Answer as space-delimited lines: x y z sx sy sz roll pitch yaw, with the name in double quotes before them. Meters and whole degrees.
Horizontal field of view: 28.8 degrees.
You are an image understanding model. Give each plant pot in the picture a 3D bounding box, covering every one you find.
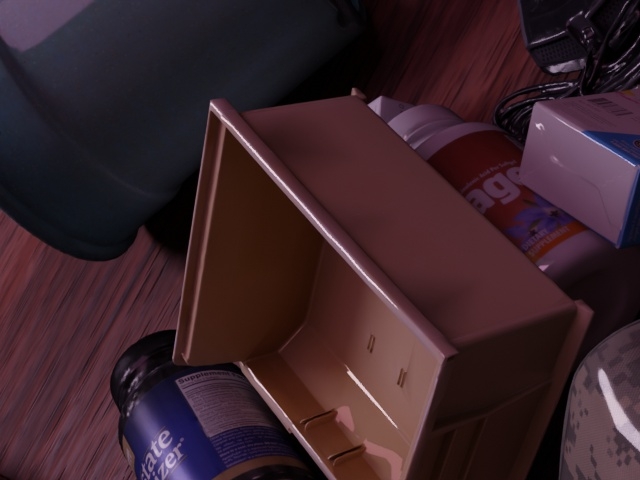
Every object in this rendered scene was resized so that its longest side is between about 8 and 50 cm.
"plant pot" -0.160 -0.212 1.169 0.334 0.341 0.341 -33 47 16

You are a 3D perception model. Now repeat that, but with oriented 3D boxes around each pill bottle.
"pill bottle" 0.124 -0.009 0.900 0.121 0.121 0.216 -51 46 9
"pill bottle" -0.091 0.171 1.011 0.123 0.122 0.219 -51 42 8

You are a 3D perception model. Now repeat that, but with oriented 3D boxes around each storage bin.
"storage bin" 0.022 0.073 0.848 0.262 0.123 0.260 47 138 37

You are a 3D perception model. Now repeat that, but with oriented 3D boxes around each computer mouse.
"computer mouse" 0.206 -0.202 0.981 0.188 0.072 0.272 -30 53 46

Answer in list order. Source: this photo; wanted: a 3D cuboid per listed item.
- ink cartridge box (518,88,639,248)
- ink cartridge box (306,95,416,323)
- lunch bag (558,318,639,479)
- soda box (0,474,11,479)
"ink cartridge box" 0.237 -0.056 0.827 0.104 0.181 0.062 43 135 48
"ink cartridge box" 0.000 0.000 1.092 0.232 0.066 0.189 -32 45 56
"lunch bag" 0.277 0.146 0.534 0.305 0.213 0.256 -15 43 -11
"soda box" -0.328 0.270 1.204 0.263 0.092 0.083 11 75 47
